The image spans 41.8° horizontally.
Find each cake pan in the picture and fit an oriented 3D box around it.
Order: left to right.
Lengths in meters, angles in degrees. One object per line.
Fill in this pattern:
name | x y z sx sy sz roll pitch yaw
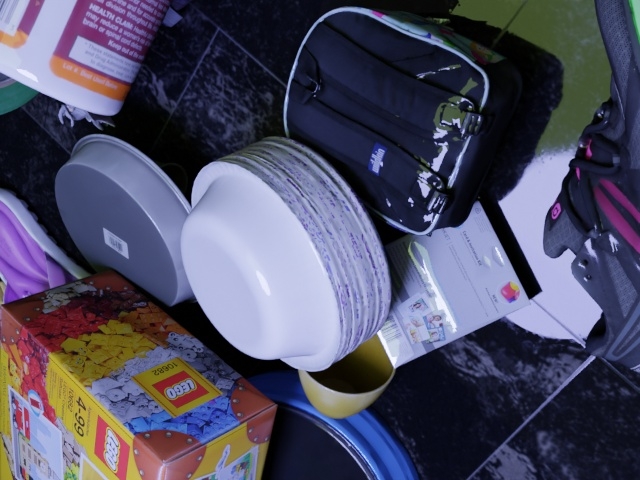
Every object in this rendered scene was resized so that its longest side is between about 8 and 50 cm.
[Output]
cake pan | -0.281 -0.014 1.224 0.293 0.054 0.293 27 139 26

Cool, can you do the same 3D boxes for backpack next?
backpack | 0.090 -0.152 0.976 0.254 0.191 0.225 30 117 23

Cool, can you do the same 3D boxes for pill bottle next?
pill bottle | -0.268 -0.371 1.015 0.224 0.224 0.392 30 97 19

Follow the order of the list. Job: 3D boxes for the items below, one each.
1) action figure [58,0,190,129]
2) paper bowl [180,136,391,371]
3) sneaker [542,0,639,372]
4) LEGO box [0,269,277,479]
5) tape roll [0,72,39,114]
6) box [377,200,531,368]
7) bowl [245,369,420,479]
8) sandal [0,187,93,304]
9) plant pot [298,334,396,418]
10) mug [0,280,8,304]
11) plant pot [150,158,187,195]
action figure | -0.304 -0.282 1.206 0.285 0.099 0.185 -52 58 19
paper bowl | -0.060 0.029 1.015 0.284 0.148 0.284 35 140 36
sneaker | 0.316 -0.051 0.854 0.202 0.185 0.482 4 117 36
LEGO box | -0.290 0.356 1.222 0.373 0.193 0.499 33 125 32
tape roll | -0.474 -0.335 1.162 0.077 0.321 0.321 21 112 23
box | 0.144 0.054 1.046 0.186 0.038 0.145 -27 89 7
bowl | -0.038 0.390 1.247 0.391 0.077 0.390 7 106 27
sandal | -0.467 0.091 1.390 0.416 0.102 0.169 44 119 12
plant pot | 0.028 0.187 1.142 0.134 0.134 0.095 29 133 20
mug | -0.571 0.101 1.479 0.078 0.062 0.064 -26 80 11
plant pot | -0.256 -0.091 1.252 0.079 0.083 0.083 29 115 33
